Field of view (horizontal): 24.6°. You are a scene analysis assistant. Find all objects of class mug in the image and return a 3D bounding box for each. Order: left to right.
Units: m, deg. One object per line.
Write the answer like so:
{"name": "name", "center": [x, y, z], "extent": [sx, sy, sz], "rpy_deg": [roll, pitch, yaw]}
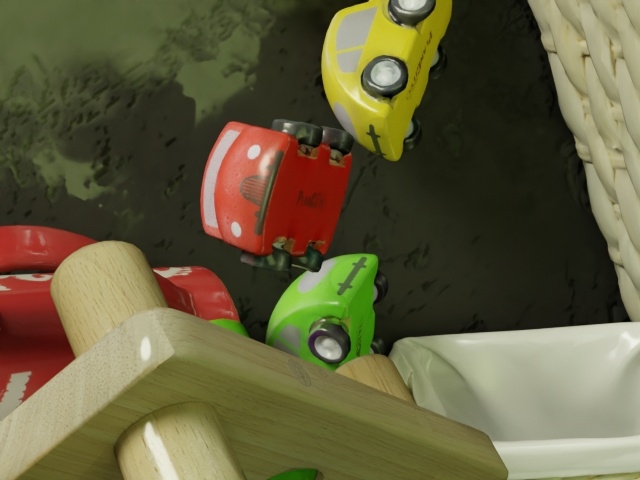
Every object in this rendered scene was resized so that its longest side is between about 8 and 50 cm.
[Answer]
{"name": "mug", "center": [-0.119, 0.061, 0.649], "extent": [0.169, 0.150, 0.113], "rpy_deg": [-5, 79, -28]}

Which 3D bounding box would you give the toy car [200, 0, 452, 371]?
{"name": "toy car", "center": [0.000, 0.000, 0.706], "extent": [0.239, 0.053, 0.225], "rpy_deg": [-53, 152, -51]}

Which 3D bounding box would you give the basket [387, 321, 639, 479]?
{"name": "basket", "center": [0.116, 0.114, 0.748], "extent": [0.167, 0.113, 0.103], "rpy_deg": [-4, 116, 15]}

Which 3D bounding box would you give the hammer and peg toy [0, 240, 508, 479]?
{"name": "hammer and peg toy", "center": [-0.110, 0.123, 0.544], "extent": [0.266, 0.127, 0.361], "rpy_deg": [-40, 146, 17]}

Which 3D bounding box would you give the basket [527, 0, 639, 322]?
{"name": "basket", "center": [0.299, -0.090, 0.701], "extent": [0.266, 0.328, 0.331], "rpy_deg": [-26, 111, -15]}
